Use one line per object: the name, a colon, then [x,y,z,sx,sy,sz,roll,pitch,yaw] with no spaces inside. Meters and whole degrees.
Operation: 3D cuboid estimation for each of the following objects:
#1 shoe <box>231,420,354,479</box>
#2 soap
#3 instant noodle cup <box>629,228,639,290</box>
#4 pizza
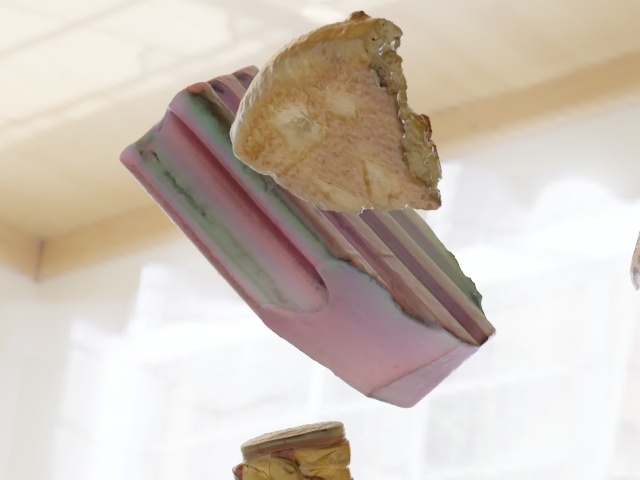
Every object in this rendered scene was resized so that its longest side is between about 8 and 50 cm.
shoe: [-0.023,0.203,1.575,0.109,0.069,0.072,-19,-177,-5]
soap: [0.000,0.000,1.511,0.109,0.324,0.193,-46,174,26]
instant noodle cup: [0.284,-0.055,0.786,0.231,0.243,0.243,19,157,8]
pizza: [0.027,-0.080,1.229,0.161,0.062,0.182,44,140,4]
